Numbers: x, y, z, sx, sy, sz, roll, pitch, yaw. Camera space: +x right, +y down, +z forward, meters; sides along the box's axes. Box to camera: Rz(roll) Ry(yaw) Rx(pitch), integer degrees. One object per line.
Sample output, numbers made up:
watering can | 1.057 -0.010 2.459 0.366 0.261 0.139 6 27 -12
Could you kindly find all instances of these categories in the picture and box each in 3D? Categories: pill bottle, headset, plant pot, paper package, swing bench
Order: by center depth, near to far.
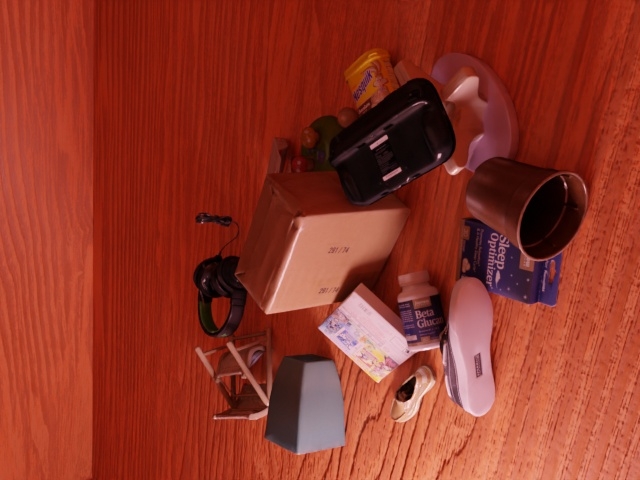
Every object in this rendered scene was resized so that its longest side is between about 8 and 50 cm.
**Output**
plant pot | 0.362 -0.070 1.189 0.165 0.166 0.167 37 124 52
pill bottle | 0.224 0.155 1.454 0.094 0.094 0.170 -20 80 52
paper package | 0.000 0.000 1.530 0.168 0.324 0.310 51 133 35
plant pot | -0.038 0.439 1.801 0.165 0.165 0.234 4 91 53
swing bench | -0.251 0.430 2.079 0.253 0.165 0.255 -19 87 52
headset | -0.339 0.113 2.112 0.243 0.185 0.394 -4 78 53

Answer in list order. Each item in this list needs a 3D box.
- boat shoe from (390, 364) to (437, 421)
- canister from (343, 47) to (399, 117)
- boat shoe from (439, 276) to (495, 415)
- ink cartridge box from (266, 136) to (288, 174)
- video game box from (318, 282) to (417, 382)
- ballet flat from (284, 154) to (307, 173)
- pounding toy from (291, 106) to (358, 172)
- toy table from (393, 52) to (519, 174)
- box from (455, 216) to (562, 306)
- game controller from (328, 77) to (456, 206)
boat shoe | 0.200 0.365 1.541 0.068 0.072 0.190 50 133 35
canister | 0.130 -0.336 1.510 0.126 0.073 0.170 -32 72 51
boat shoe | 0.294 0.214 1.360 0.102 0.108 0.301 16 122 55
ink cartridge box | -0.116 -0.194 1.827 0.179 0.045 0.146 -114 33 -59
video game box | 0.119 0.226 1.575 0.205 0.048 0.187 43 132 2
ballet flat | -0.067 -0.073 1.772 0.106 0.107 0.316 -19 79 21
pounding toy | -0.001 -0.234 1.669 0.236 0.110 0.183 -10 88 53
toy table | 0.255 -0.249 1.290 0.274 0.160 0.252 58 137 28
box | 0.367 0.041 1.296 0.225 0.036 0.137 18 110 49
game controller | 0.132 -0.184 1.296 0.319 0.067 0.167 -29 90 52
